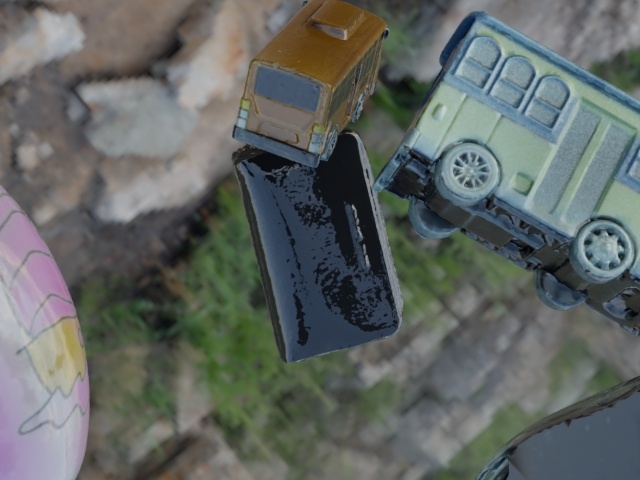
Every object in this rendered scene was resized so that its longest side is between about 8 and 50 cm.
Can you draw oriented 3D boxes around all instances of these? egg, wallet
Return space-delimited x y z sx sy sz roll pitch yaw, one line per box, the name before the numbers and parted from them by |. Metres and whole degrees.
egg | -0.249 0.065 1.170 0.196 0.271 0.196 -37 -171 7
wallet | 0.000 0.000 1.920 0.149 0.044 0.250 -13 101 -7

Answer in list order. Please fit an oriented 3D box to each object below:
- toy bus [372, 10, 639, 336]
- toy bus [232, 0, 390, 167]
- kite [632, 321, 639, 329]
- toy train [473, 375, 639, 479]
toy bus | 0.227 -0.058 1.713 0.190 0.312 0.152 -61 -179 -19
toy bus | -0.006 -0.167 1.817 0.201 0.098 0.114 -54 161 -56
kite | 0.331 0.118 1.442 0.244 0.198 0.006 26 96 -47
toy train | 0.177 0.093 0.946 0.252 0.055 0.048 -28 -173 40
